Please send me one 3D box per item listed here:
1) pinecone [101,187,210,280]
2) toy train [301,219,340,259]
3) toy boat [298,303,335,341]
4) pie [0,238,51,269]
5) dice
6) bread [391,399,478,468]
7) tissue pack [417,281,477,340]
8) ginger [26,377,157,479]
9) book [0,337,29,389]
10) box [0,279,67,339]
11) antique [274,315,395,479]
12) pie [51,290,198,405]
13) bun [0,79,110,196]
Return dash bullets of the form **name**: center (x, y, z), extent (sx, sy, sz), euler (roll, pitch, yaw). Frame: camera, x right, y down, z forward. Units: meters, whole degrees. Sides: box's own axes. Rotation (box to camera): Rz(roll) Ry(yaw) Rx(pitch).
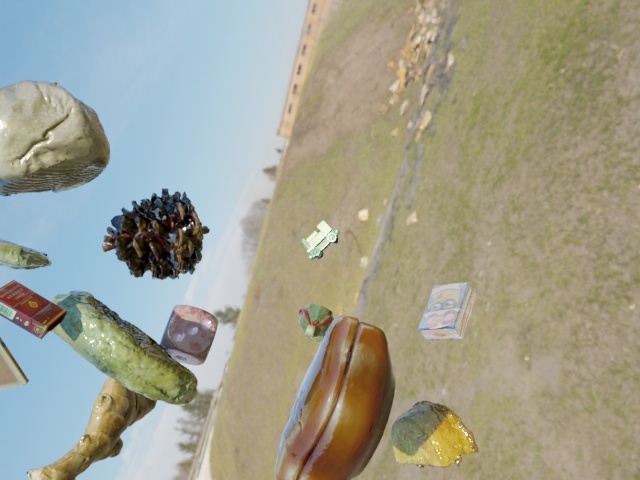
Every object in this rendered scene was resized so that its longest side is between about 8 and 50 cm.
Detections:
- **pinecone**: center (-0.415, -0.002, 1.437), extent (0.257, 0.243, 0.243), euler (-38, -10, -22)
- **toy train**: center (0.000, 0.000, 1.663), extent (0.122, 0.081, 0.050), euler (-43, -17, 3)
- **toy boat**: center (-0.010, 0.180, 1.202), extent (0.185, 0.089, 0.071), euler (82, -152, -76)
- **pie**: center (-0.902, 0.029, 1.551), extent (0.306, 0.306, 0.071), euler (138, 151, -81)
- **dice**: center (-0.252, 0.181, 1.060), extent (0.094, 0.093, 0.091), euler (132, 156, -57)
- **bread**: center (0.257, 0.462, 1.323), extent (0.229, 0.143, 0.140), euler (-32, 79, 58)
- **tissue pack**: center (0.338, 0.189, 1.475), extent (0.115, 0.065, 0.155), euler (-13, 39, 45)
- **ginger**: center (-0.441, 0.380, 1.130), extent (0.334, 0.081, 0.148), euler (-56, -29, -57)
- **book**: center (-0.674, 0.186, 1.032), extent (0.018, 0.170, 0.242), euler (-77, -28, -63)
- **box**: center (-0.381, 0.089, 0.719), extent (0.023, 0.082, 0.051), euler (-55, 7, 17)
- **antique**: center (0.027, 0.257, 0.852), extent (0.223, 0.129, 0.278), euler (116, 176, -76)
- **pie**: center (-0.305, 0.169, 0.880), extent (0.079, 0.277, 0.277), euler (-56, 1, -11)
- **bun**: center (-0.577, -0.214, 1.131), extent (0.281, 0.281, 0.205), euler (-178, 67, -85)
